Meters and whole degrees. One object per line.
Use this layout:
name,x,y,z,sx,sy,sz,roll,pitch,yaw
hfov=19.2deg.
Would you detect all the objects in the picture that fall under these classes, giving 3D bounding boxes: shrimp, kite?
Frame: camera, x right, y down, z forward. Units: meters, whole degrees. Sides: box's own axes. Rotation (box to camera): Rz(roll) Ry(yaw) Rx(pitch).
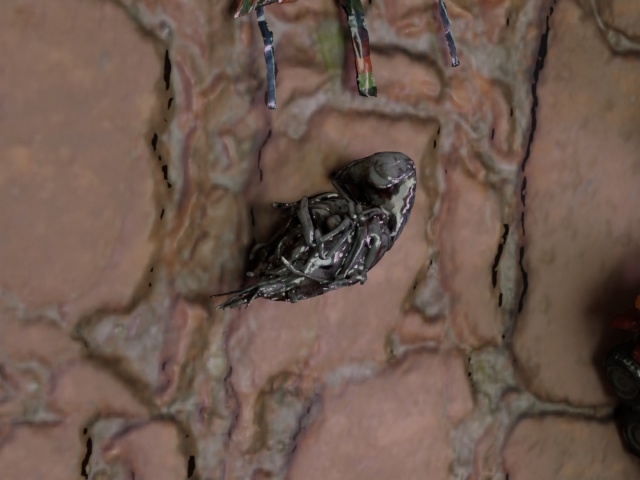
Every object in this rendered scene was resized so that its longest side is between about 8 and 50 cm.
shrimp,0.000,0.000,1.092,0.165,0.056,0.065,-31,127,-43
kite,0.014,-0.162,1.122,0.183,0.010,0.160,-17,100,-40

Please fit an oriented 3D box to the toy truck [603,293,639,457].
toy truck,0.289,0.129,1.278,0.114,0.135,0.270,-37,114,-32
